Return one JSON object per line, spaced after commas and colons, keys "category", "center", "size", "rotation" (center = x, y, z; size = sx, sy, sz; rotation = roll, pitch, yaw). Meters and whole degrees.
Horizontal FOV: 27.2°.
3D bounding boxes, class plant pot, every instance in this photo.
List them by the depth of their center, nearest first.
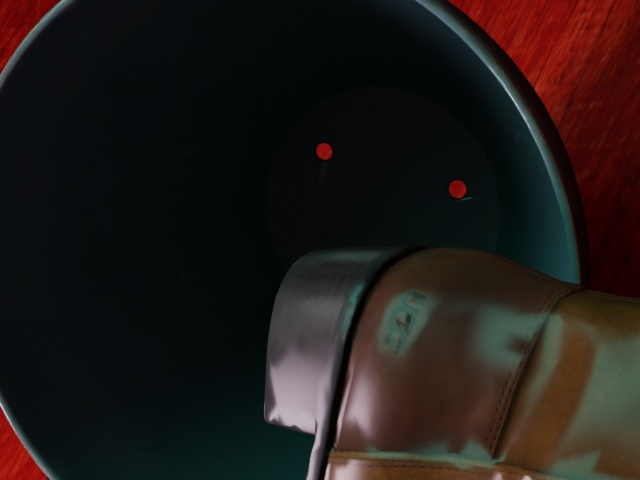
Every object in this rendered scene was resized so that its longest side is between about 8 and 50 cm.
{"category": "plant pot", "center": [0.000, 0.000, 0.653], "size": [0.290, 0.290, 0.195], "rotation": [-48, -8, 22]}

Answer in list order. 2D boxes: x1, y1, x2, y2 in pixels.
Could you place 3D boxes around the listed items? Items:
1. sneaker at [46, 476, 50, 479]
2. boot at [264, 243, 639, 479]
{"category": "sneaker", "center": [-0.109, 0.214, 0.777], "size": [0.100, 0.108, 0.271], "rotation": [-21, 59, 56]}
{"category": "boot", "center": [0.103, 0.135, 0.439], "size": [0.280, 0.096, 0.264], "rotation": [7, 92, 44]}
